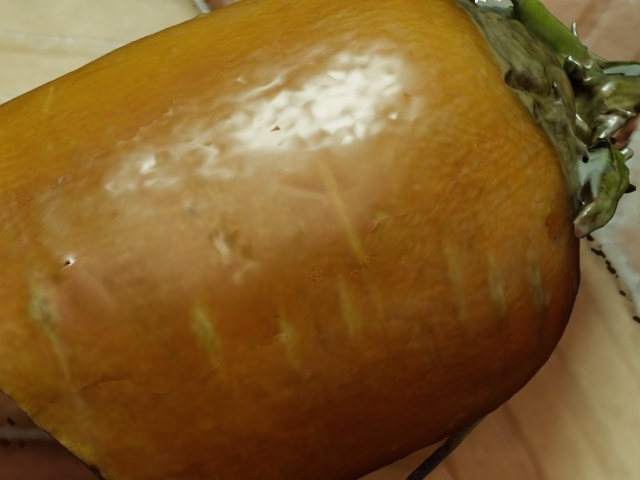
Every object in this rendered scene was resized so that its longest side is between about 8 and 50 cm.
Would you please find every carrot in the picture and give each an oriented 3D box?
[{"bbox_3d":[0.000,0.000,0.495,0.331,0.193,0.214,-28,83,-10],"label":"carrot"}]

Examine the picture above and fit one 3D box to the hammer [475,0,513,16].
[{"bbox_3d":[0.000,-0.071,0.619,0.246,0.029,0.103,-34,75,-14],"label":"hammer"}]
